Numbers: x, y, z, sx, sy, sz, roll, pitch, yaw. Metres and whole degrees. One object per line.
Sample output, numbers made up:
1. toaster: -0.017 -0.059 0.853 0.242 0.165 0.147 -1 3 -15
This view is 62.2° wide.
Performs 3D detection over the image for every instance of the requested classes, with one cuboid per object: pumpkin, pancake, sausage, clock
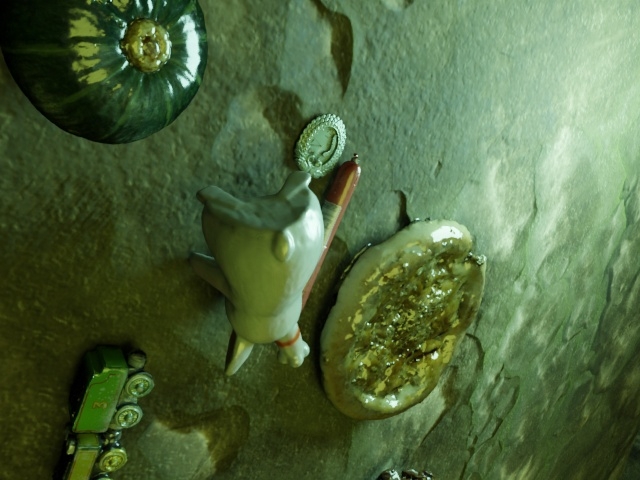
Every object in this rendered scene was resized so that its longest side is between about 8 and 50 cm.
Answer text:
1. pumpkin: -0.169 -0.165 0.429 0.167 0.125 0.167 -21 127 -30
2. pancake: 0.150 0.132 0.892 0.382 0.071 0.382 -19 125 -30
3. sausage: 0.000 0.000 0.723 0.034 0.034 0.253 14 104 -43
4. clock: 0.002 -0.120 0.673 0.074 0.010 0.083 27 94 -44

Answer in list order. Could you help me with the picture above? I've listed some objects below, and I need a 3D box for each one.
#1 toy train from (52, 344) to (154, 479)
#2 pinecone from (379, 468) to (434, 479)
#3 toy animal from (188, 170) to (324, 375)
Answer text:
1. toy train: -0.258 0.215 0.614 0.081 0.060 0.202 15 104 -36
2. pinecone: 0.180 0.561 1.096 0.179 0.150 0.195 -38 132 -17
3. toy animal: -0.074 0.050 0.636 0.141 0.138 0.282 -16 145 -23
